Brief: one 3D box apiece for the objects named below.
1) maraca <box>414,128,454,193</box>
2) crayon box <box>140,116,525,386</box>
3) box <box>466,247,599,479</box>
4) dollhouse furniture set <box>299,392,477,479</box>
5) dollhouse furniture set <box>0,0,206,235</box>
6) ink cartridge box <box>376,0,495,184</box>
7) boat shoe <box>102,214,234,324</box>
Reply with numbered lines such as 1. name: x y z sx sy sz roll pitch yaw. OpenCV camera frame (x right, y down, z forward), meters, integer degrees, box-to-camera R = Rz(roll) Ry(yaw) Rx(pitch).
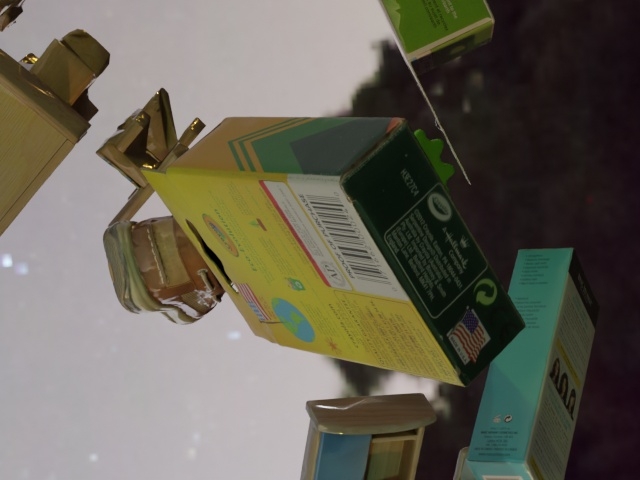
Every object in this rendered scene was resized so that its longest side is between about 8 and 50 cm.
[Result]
1. maraca: 0.106 -0.082 2.363 0.127 0.185 0.099 67 163 -16
2. crayon box: 0.000 0.000 1.347 0.081 0.318 0.202 -43 -64 -23
3. box: 0.205 0.132 1.575 0.100 0.060 0.244 59 -141 -43
4. dollhouse furniture set: 0.125 0.327 1.725 0.303 0.286 0.198 -121 34 -54
5. dollhouse furniture set: -0.384 -0.126 2.032 0.362 0.256 0.394 40 -164 -7
6. ink cartridge box: 0.131 -0.189 1.650 0.255 0.097 0.189 64 -175 1
7. boat shoe: -0.129 0.022 1.791 0.324 0.116 0.123 -13 -95 -79
